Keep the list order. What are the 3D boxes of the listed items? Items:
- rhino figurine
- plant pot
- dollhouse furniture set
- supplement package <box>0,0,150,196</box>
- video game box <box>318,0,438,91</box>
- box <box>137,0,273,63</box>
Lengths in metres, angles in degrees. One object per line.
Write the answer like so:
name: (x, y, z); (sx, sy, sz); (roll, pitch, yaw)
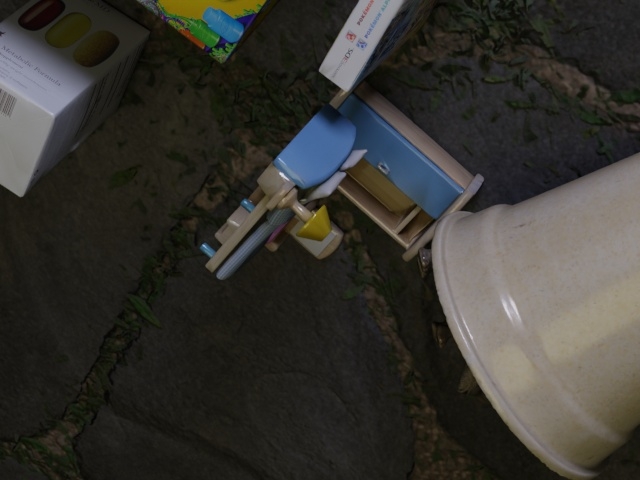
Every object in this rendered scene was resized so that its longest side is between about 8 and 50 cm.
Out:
rhino figurine: (0.188, 0.098, 2.201); (0.106, 0.073, 0.243); (-15, 116, -2)
plant pot: (0.339, 0.045, 1.977); (0.305, 0.334, 0.334); (-32, 102, 25)
dollhouse furniture set: (0.000, 0.000, 2.095); (0.198, 0.303, 0.286); (41, 127, -1)
supplement package: (-0.331, -0.188, 2.177); (0.139, 0.244, 0.134); (32, 128, 4)
video game box: (0.095, -0.272, 1.951); (0.048, 0.205, 0.187); (35, 127, 7)
box: (-0.114, -0.397, 1.894); (0.279, 0.177, 0.290); (36, 128, -2)
